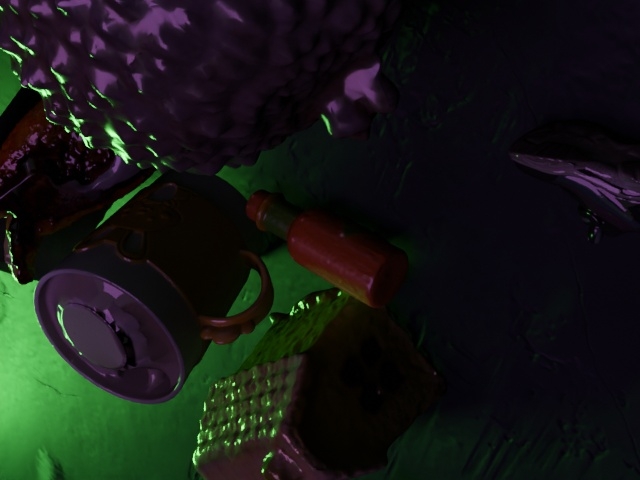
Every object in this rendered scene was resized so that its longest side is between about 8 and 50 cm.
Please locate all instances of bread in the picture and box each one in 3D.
[{"bbox_3d":[-0.271,-0.079,1.421,0.269,0.095,0.139,-38,117,11],"label":"bread"}]

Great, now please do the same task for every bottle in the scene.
[{"bbox_3d":[0.000,0.000,1.393,0.187,0.069,0.069,29,135,27],"label":"bottle"}]

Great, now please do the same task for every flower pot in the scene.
[{"bbox_3d":[-0.335,-0.056,1.569,0.166,0.269,0.269,37,143,-14],"label":"flower pot"}]

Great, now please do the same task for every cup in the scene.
[{"bbox_3d":[-0.151,0.046,1.440,0.241,0.226,0.185,9,133,27],"label":"cup"}]

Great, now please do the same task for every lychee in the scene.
[{"bbox_3d":[-0.092,-0.252,1.066,0.432,0.380,0.380,51,140,3],"label":"lychee"}]

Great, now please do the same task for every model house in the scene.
[{"bbox_3d":[-0.022,0.176,1.415,0.193,0.234,0.175,-24,101,48],"label":"model house"}]

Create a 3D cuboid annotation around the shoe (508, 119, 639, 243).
[{"bbox_3d":[0.237,-0.039,1.140,0.169,0.071,0.099,17,132,30],"label":"shoe"}]
